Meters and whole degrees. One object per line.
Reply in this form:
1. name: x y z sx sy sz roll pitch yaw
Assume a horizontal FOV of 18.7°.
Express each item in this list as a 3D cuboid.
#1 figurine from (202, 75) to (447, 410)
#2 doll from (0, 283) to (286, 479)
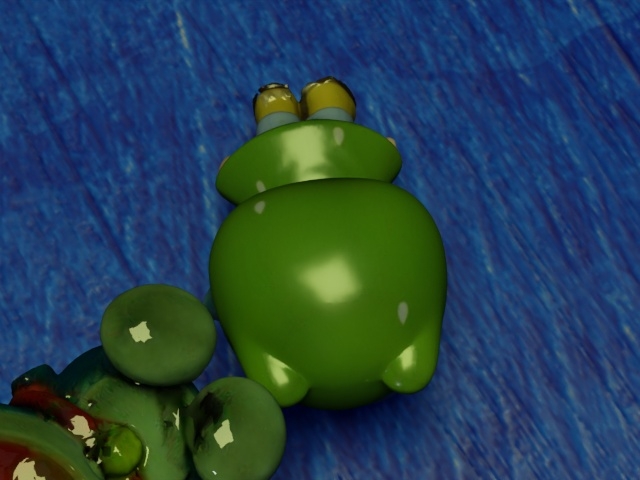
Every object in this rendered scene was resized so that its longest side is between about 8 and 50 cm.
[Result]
1. figurine: 0.000 0.000 1.300 0.162 0.143 0.263 -3 51 -7
2. doll: -0.178 0.178 1.176 0.322 0.186 0.198 -32 85 -29
